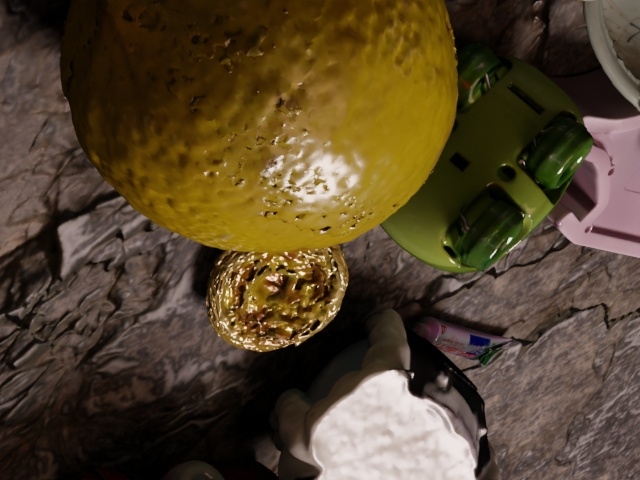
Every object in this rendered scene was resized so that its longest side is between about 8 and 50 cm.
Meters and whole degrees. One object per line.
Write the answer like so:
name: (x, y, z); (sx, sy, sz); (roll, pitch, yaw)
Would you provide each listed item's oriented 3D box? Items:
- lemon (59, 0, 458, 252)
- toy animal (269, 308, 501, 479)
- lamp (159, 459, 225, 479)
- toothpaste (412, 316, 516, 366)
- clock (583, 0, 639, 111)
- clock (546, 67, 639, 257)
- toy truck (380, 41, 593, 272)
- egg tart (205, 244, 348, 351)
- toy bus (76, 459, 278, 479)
lemon: (-0.036, -0.117, 1.295); (0.258, 0.258, 0.310); (-48, 147, 5)
toy animal: (0.048, 0.179, 1.756); (0.204, 0.156, 0.208); (-40, 120, -3)
lamp: (-0.052, 0.346, 1.636); (0.301, 0.247, 0.247); (31, 140, -31)
toothpaste: (0.136, 0.098, 1.874); (0.045, 0.028, 0.170); (-44, 150, 18)
clock: (0.329, -0.214, 1.658); (0.236, 0.053, 0.237); (-1, 95, -14)
clock: (0.297, -0.119, 1.769); (0.290, 0.080, 0.275); (5, 121, -49)
toy truck: (0.138, -0.061, 1.628); (0.187, 0.148, 0.210); (-50, 166, 4)
egg tart: (-0.039, 0.031, 1.604); (0.128, 0.049, 0.129); (-10, 121, -17)
toy bus: (-0.135, 0.248, 1.724); (0.235, 0.073, 0.096); (6, 112, -48)
